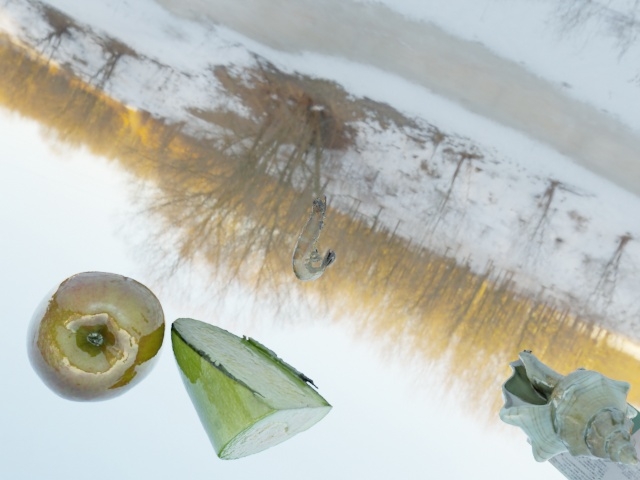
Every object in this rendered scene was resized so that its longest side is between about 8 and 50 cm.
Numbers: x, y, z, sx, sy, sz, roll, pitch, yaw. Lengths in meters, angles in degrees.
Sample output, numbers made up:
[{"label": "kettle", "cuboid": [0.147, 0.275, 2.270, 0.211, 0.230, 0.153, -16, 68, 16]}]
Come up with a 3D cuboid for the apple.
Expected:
[{"label": "apple", "cuboid": [-0.427, 0.181, 1.131, 0.265, 0.264, 0.264, 25, -177, -1]}]

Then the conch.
[{"label": "conch", "cuboid": [0.284, 0.211, 0.696, 0.137, 0.114, 0.234, -16, -179, -24]}]

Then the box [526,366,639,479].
[{"label": "box", "cuboid": [0.404, 0.297, 0.821, 0.081, 0.135, 0.199, -21, -134, -28]}]

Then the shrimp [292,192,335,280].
[{"label": "shrimp", "cuboid": [0.001, 0.000, 1.178, 0.034, 0.178, 0.124, 13, 172, 38]}]

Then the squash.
[{"label": "squash", "cuboid": [-0.160, 0.242, 1.147, 0.234, 0.210, 0.308, 18, -143, -53]}]
